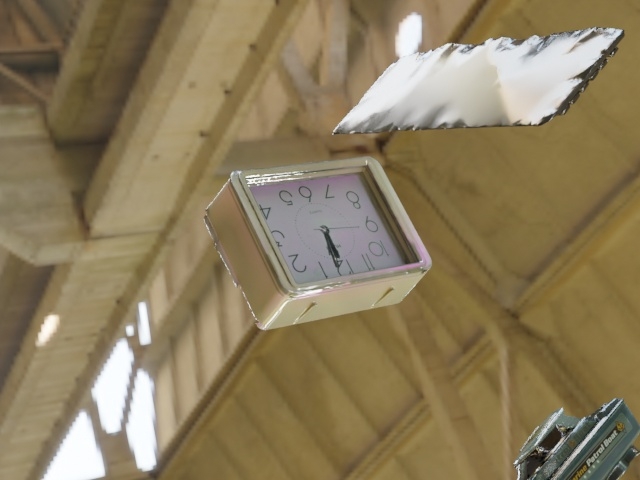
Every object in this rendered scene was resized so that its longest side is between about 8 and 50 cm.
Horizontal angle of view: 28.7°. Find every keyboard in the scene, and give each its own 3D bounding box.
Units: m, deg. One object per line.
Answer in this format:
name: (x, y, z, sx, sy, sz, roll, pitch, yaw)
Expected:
keyboard: (0.081, -0.083, 0.695, 0.015, 0.074, 0.196, 46, -20, -25)

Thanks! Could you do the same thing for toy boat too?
toy boat: (0.144, 0.155, 0.789, 0.060, 0.141, 0.055, 45, -31, 8)

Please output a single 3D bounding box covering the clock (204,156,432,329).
clock: (0.000, 0.000, 1.244, 0.071, 0.192, 0.147, -50, -122, 45)
